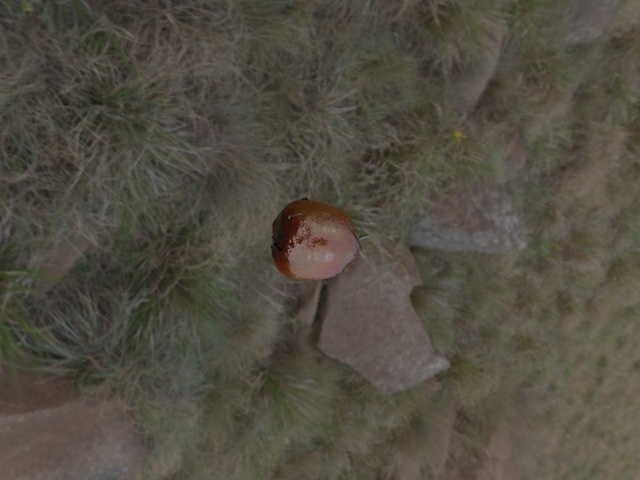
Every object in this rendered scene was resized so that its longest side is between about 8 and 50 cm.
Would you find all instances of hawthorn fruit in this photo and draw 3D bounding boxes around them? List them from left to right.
[{"bbox_3d":[-0.006,0.001,0.537,0.077,0.077,0.077,-29,134,-35],"label":"hawthorn fruit"}]
